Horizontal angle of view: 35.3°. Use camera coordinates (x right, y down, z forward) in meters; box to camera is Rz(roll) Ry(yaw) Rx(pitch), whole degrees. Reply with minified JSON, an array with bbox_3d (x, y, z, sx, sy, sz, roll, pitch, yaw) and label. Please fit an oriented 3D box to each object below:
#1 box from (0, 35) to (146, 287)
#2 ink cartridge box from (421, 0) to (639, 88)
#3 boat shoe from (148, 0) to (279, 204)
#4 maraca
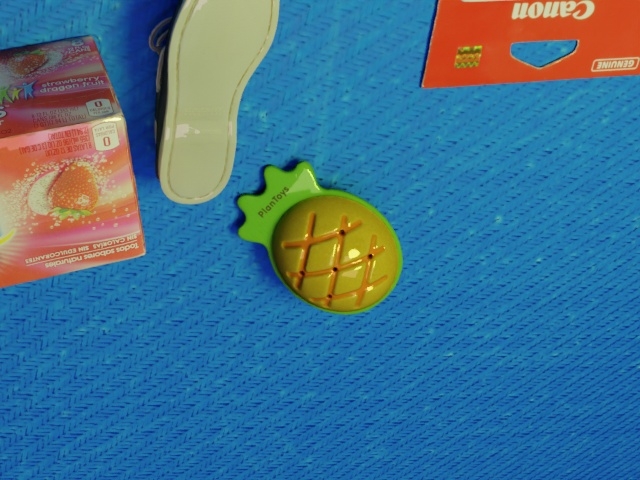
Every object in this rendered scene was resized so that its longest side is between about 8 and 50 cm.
[{"bbox_3d":[-0.310,-0.051,0.821,0.300,0.154,0.142,-14,130,-15],"label":"box"},{"bbox_3d":[0.245,-0.249,0.967,0.275,0.060,0.239,-7,126,-19],"label":"ink cartridge box"},{"bbox_3d":[-0.099,-0.153,0.879,0.095,0.079,0.254,-5,129,-23],"label":"boat shoe"},{"bbox_3d":[0.000,0.000,1.032,0.185,0.099,0.127,40,103,-13],"label":"maraca"}]
